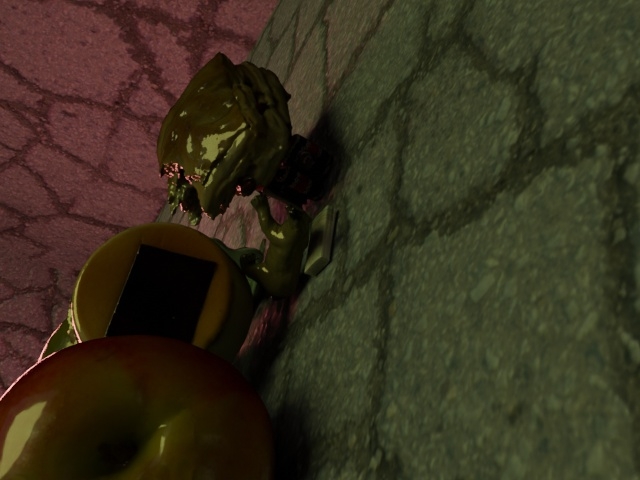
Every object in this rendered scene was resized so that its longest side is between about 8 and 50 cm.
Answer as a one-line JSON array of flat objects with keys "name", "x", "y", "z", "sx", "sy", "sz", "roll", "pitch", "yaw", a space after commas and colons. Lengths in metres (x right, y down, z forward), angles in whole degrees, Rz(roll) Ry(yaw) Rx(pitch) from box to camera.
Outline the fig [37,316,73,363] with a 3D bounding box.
[{"name": "fig", "x": -0.360, "y": 0.269, "z": 1.342, "sx": 0.343, "sy": 0.344, "sz": 0.343, "roll": -54, "pitch": 22, "yaw": 33}]

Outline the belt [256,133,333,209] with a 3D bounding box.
[{"name": "belt", "x": -0.078, "y": -0.136, "z": 1.408, "sx": 0.126, "sy": 0.094, "sz": 0.359, "roll": -62, "pitch": 20, "yaw": -2}]

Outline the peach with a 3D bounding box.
[{"name": "peach", "x": -0.249, "y": 0.307, "z": 0.928, "sx": 0.388, "sy": 0.389, "sz": 0.388, "roll": -54, "pitch": 22, "yaw": 33}]

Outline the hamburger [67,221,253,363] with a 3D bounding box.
[{"name": "hamburger", "x": -0.260, "y": 0.110, "z": 1.172, "sx": 0.176, "sy": 0.301, "sz": 0.300, "roll": 95, "pitch": -171, "yaw": -64}]

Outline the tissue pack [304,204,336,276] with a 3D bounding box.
[{"name": "tissue pack", "x": 0.000, "y": 0.000, "z": 1.134, "sx": 0.056, "sy": 0.023, "sz": 0.108, "roll": -48, "pitch": 26, "yaw": 45}]

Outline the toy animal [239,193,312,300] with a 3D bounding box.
[{"name": "toy animal", "x": -0.058, "y": 0.012, "z": 1.139, "sx": 0.101, "sy": 0.103, "sz": 0.218, "roll": 57, "pitch": 142, "yaw": 43}]

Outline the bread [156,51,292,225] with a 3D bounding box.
[{"name": "bread", "x": -0.194, "y": -0.177, "z": 1.332, "sx": 0.314, "sy": 0.192, "sz": 0.370, "roll": -50, "pitch": 24, "yaw": 26}]

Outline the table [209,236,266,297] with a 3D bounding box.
[{"name": "table", "x": -0.218, "y": 0.054, "z": 1.355, "sx": 0.166, "sy": 0.199, "sz": 0.166, "roll": -166, "pitch": 90, "yaw": -79}]
